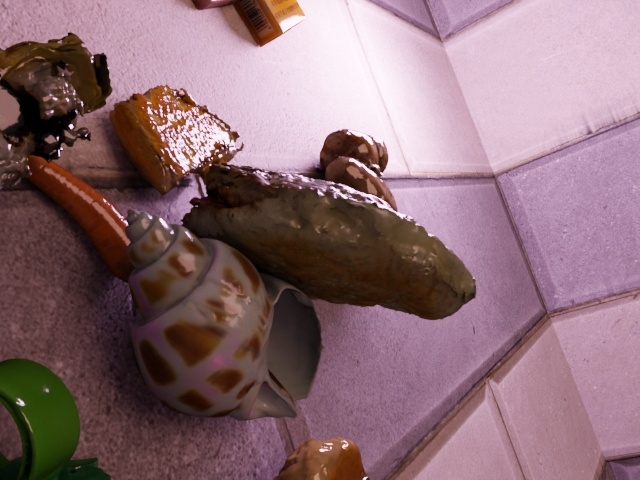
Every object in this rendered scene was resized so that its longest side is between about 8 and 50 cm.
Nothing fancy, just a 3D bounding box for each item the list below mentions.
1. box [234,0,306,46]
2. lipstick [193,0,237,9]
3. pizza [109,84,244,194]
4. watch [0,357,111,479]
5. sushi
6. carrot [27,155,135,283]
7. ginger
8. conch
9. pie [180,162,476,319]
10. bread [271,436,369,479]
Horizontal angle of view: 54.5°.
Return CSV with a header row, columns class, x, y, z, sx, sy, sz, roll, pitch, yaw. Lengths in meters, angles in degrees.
class,x,y,z,sx,sy,sz,roll,pitch,yaw
box,-0.156,-0.610,1.458,0.274,0.076,0.174,57,30,-17
lipstick,-0.220,-0.528,1.332,0.045,0.045,0.145,59,31,-11
pizza,-0.232,-0.175,1.055,0.189,0.071,0.297,52,28,-3
watch,-0.294,0.197,0.616,0.131,0.165,0.151,-15,102,-71
sushi,-0.363,-0.151,0.718,0.131,0.139,0.291,33,52,15
carrot,-0.321,-0.044,0.843,0.271,0.066,0.062,54,-2,-19
ginger,0.090,-0.152,1.463,0.245,0.155,0.304,36,43,-39
conch,-0.136,0.112,0.848,0.249,0.197,0.368,-40,141,-27
pie,0.012,-0.001,0.960,0.395,0.418,0.180,32,73,-51
bread,0.002,0.428,0.964,0.244,0.134,0.244,40,40,-43
